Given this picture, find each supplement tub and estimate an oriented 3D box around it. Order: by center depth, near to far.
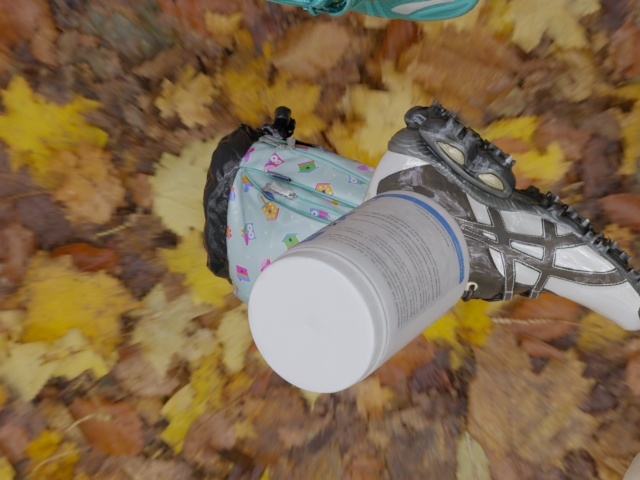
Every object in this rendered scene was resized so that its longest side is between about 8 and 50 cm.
[{"bbox_3d":[0.021,0.022,0.836,0.071,0.107,0.071,11,113,27],"label":"supplement tub"}]

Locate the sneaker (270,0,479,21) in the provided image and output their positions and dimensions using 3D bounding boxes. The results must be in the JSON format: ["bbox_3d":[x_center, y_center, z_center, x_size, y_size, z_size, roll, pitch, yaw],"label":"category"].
[{"bbox_3d":[0.017,-0.230,1.517,0.275,0.110,0.107,6,128,-17],"label":"sneaker"}]

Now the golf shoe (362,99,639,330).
[{"bbox_3d":[0.109,0.007,1.016,0.198,0.077,0.094,36,94,-12],"label":"golf shoe"}]

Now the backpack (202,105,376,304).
[{"bbox_3d":[0.000,0.000,1.332,0.182,0.115,0.152,21,134,24],"label":"backpack"}]

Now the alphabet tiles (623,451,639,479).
[{"bbox_3d":[0.321,0.081,1.041,0.278,0.284,0.021,-23,106,41],"label":"alphabet tiles"}]
